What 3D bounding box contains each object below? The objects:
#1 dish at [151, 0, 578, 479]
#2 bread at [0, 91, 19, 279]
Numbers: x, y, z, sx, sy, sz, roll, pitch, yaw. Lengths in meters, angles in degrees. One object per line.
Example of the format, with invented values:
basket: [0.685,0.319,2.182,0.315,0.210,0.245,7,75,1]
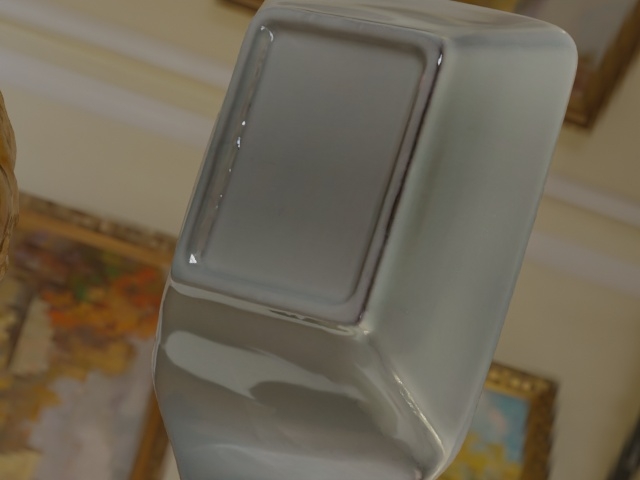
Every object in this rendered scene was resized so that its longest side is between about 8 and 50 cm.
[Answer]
dish: [0.000,0.000,0.766,0.064,0.154,0.234,29,75,-61]
bread: [-0.205,-0.030,0.773,0.229,0.143,0.139,55,18,-61]
